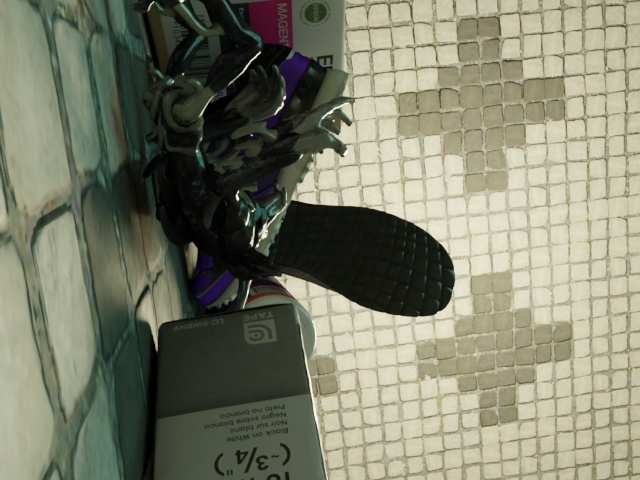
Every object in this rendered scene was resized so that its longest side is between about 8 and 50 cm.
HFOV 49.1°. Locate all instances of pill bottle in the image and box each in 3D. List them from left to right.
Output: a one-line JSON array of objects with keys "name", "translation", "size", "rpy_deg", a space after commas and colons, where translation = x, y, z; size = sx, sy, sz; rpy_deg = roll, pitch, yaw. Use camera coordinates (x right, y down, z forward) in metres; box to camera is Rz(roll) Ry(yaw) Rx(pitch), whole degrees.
[{"name": "pill bottle", "translation": [-0.085, 0.094, 0.877], "size": [0.193, 0.108, 0.108], "rpy_deg": [-145, -133, -66]}]

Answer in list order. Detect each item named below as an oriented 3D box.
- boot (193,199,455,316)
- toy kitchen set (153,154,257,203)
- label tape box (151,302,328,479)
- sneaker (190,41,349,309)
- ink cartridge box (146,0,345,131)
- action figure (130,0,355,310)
[{"name": "boot", "translation": [0.000, 0.000, 0.923], "size": [0.223, 0.338, 0.118], "rpy_deg": [-139, -111, -88]}, {"name": "toy kitchen set", "translation": [-0.096, -0.035, 0.614], "size": [0.075, 0.083, 0.068], "rpy_deg": [-120, -157, -77]}, {"name": "label tape box", "translation": [-0.035, 0.241, 0.426], "size": [0.334, 0.105, 0.241], "rpy_deg": [-104, -172, -52]}, {"name": "sneaker", "translation": [-0.096, -0.070, 0.709], "size": [0.293, 0.146, 0.102], "rpy_deg": [-61, -170, 25]}, {"name": "ink cartridge box", "translation": [-0.073, -0.211, 0.723], "size": [0.235, 0.193, 0.088], "rpy_deg": [89, -8, -53]}, {"name": "action figure", "translation": [-0.058, -0.080, 0.481], "size": [0.164, 0.140, 0.276], "rpy_deg": [36, -37, 46]}]
